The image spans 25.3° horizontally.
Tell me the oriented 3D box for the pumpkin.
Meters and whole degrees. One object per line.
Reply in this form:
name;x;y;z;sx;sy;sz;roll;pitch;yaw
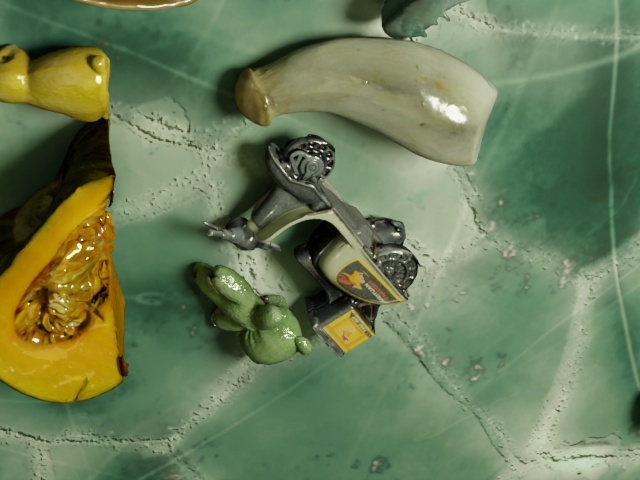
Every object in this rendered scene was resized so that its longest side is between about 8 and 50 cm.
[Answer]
pumpkin;-0.241;0.034;1.455;0.190;0.139;0.280;37;110;-27

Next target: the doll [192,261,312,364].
doll;-0.074;0.074;1.567;0.115;0.077;0.150;-7;134;46

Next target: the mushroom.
mushroom;0.051;-0.152;1.446;0.270;0.103;0.118;12;111;-10

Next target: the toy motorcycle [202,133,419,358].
toy motorcycle;0.000;0.000;1.530;0.157;0.091;0.263;-34;124;12

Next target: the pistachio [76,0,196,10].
pistachio;-0.179;-0.277;1.290;0.206;0.129;0.131;4;79;-17

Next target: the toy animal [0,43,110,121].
toy animal;-0.282;-0.155;1.366;0.159;0.070;0.083;1;163;-1

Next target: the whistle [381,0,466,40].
whistle;0.174;-0.317;1.330;0.348;0.189;0.189;-37;125;24
